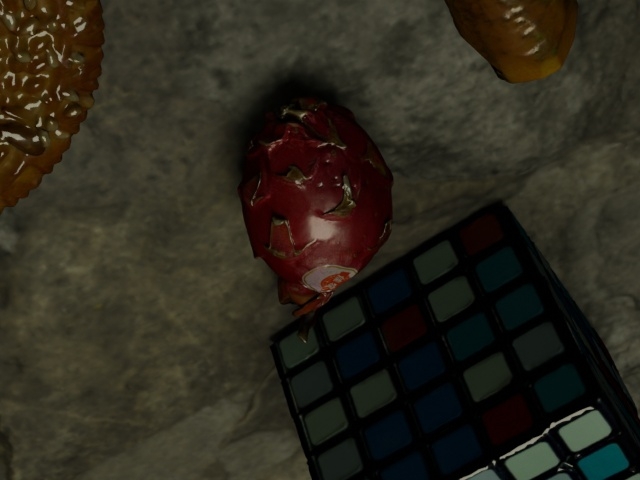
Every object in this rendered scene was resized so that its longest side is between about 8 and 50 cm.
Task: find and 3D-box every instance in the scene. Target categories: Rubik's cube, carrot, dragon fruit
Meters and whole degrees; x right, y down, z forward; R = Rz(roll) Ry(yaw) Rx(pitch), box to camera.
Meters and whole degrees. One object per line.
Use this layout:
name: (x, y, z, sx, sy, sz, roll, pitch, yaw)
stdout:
Rubik's cube: (0.102, 0.126, 1.086, 0.184, 0.182, 0.187, -30, 132, 9)
carrot: (0.069, -0.186, 0.873, 0.070, 0.070, 0.260, -26, 132, 6)
dragon fruit: (0.000, 0.000, 1.009, 0.094, 0.094, 0.190, -11, 138, -8)

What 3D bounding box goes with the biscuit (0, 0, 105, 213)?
biscuit: (-0.257, -0.096, 0.873, 0.305, 0.038, 0.305, -9, 132, -10)
